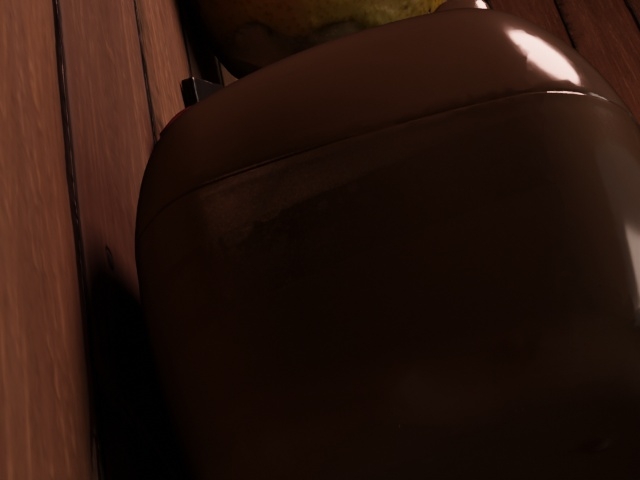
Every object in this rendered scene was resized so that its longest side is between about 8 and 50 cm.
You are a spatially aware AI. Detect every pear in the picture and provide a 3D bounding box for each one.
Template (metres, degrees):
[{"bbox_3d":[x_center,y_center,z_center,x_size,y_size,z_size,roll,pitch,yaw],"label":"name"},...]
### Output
[{"bbox_3d":[-0.006,-0.259,1.294,0.271,0.271,0.271,-15,90,-87],"label":"pear"}]

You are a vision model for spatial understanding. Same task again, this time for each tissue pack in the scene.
[{"bbox_3d":[0.058,0.068,0.715,0.387,0.267,0.277,68,5,-51],"label":"tissue pack"}]

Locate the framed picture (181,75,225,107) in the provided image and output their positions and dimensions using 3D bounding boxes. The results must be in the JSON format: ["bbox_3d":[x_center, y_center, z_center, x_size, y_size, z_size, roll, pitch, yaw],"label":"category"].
[{"bbox_3d":[0.000,0.000,1.192,0.339,0.014,0.255,7,66,-62],"label":"framed picture"}]

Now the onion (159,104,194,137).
[{"bbox_3d":[-0.028,-0.037,0.878,0.150,0.140,0.150,55,14,-22],"label":"onion"}]
